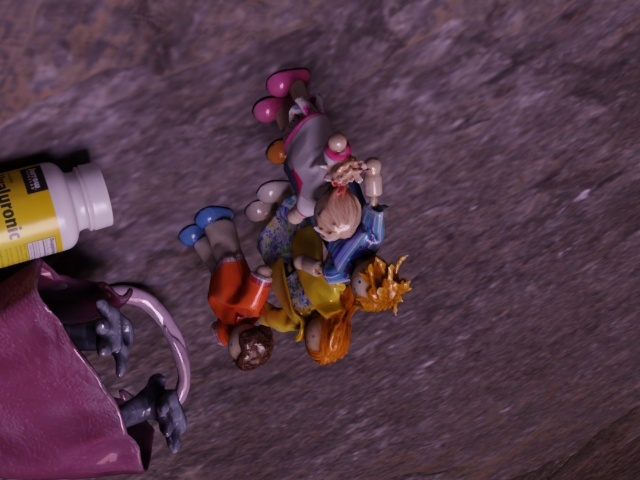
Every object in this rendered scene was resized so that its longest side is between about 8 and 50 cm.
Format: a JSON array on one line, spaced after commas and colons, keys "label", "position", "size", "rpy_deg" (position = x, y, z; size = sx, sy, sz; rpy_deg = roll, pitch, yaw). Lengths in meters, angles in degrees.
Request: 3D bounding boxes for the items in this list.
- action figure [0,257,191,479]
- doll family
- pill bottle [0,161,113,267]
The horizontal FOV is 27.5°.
[{"label": "action figure", "position": [-0.311, 0.118, 1.021], "size": [0.370, 0.248, 0.276], "rpy_deg": [-15, -165, 8]}, {"label": "doll family", "position": [0.000, 0.000, 1.003], "size": [0.118, 0.163, 0.263], "rpy_deg": [-5, 146, -32]}, {"label": "pill bottle", "position": [-0.208, -0.018, 0.919], "size": [0.116, 0.065, 0.065], "rpy_deg": [-16, 151, -16]}]
